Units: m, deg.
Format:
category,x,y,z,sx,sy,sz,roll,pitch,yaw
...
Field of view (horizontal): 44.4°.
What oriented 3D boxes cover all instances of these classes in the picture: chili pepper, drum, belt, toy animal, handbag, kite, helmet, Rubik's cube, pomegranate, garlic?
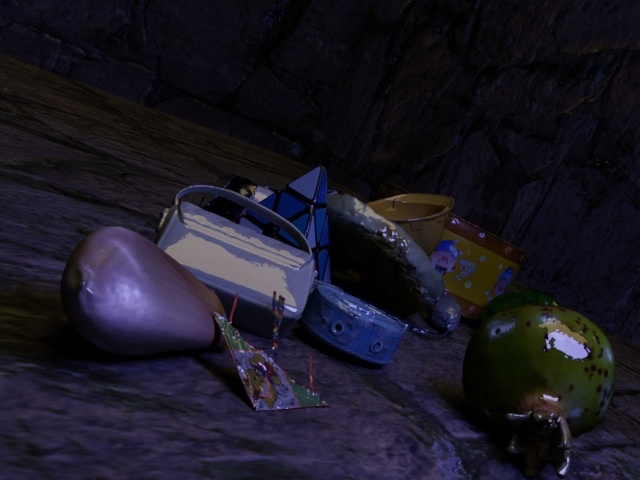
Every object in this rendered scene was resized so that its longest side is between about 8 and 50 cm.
category,x,y,z,sx,sy,sz,roll,pitch,yaw
chili pepper,0.468,0.195,1.745,0.213,0.168,0.385,24,10,5
drum,0.307,0.032,2.036,0.431,0.214,0.431,27,5,-2
belt,0.049,0.137,1.247,0.163,0.082,0.147,28,9,8
toy animal,-0.167,-0.060,1.690,0.179,0.138,0.166,30,27,-16
handbag,-0.127,0.019,1.183,0.256,0.079,0.219,24,44,-10
kite,-0.057,0.138,0.988,0.198,0.006,0.244,39,24,-14
toy animal,0.259,0.174,1.692,0.079,0.070,0.253,-9,12,20
helmet,0.192,-0.014,1.760,0.205,0.140,0.257,8,17,35
Rubik's cube,-0.124,0.029,1.506,0.234,0.284,0.250,7,39,14
pomegranate,0.308,0.216,1.177,0.230,0.231,0.285,29,38,26
garlic,-0.201,0.068,0.904,0.143,0.112,0.318,55,15,24

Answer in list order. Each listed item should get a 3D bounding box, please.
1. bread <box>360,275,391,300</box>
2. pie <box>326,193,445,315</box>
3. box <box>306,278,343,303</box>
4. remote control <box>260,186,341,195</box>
category,x,y,z,sx,sy,sz,roll,pitch,yaw
bread,0.172,0.087,1.804,0.177,0.084,0.119,30,39,24
pie,0.092,0.023,1.643,0.371,0.078,0.297,26,-27,23
box,-0.012,0.104,1.340,0.122,0.062,0.089,19,11,-27
remote control,-0.069,-0.094,1.788,0.265,0.066,0.090,9,10,20
